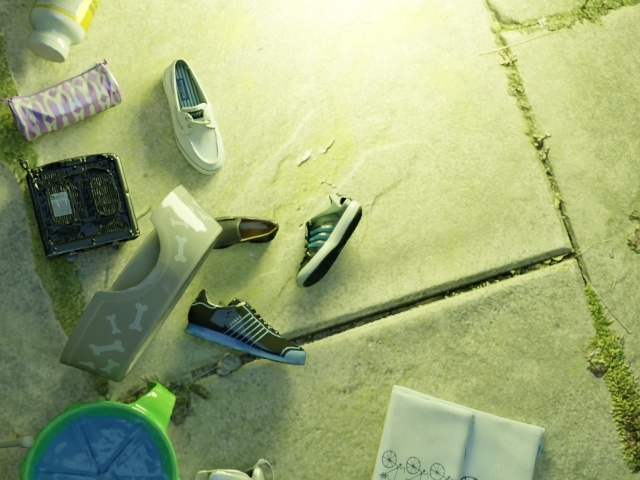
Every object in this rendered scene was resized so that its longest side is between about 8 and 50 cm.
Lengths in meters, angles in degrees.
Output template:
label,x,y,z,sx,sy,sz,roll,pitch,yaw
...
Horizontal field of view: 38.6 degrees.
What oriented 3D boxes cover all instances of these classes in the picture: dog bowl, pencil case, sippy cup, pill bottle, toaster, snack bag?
label,x,y,z,sx,sy,sz,roll,pitch,yaw
dog bowl,-0.285,0.080,1.506,0.102,0.349,0.348,33,72,-3
pencil case,-0.459,-0.253,1.647,0.206,0.086,0.088,-29,122,-21
sippy cup,-0.360,0.378,1.479,0.306,0.224,0.240,-15,85,-18
pill bottle,-0.468,-0.423,1.671,0.103,0.103,0.184,21,75,-11
toaster,-0.423,-0.064,1.609,0.168,0.110,0.185,-15,84,-19
snack bag,0.257,0.474,1.738,0.343,0.037,0.323,18,74,-12

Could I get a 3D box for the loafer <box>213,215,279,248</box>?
label,x,y,z,sx,sy,sz,roll,pitch,yaw
loafer,-0.160,-0.021,1.702,0.170,0.061,0.062,-9,83,-17

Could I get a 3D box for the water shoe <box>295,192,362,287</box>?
label,x,y,z,sx,sy,sz,roll,pitch,yaw
water shoe,0.000,0.000,1.752,0.080,0.073,0.203,30,71,19

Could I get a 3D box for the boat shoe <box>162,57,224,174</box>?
label,x,y,z,sx,sy,sz,roll,pitch,yaw
boat shoe,-0.242,-0.233,1.713,0.083,0.076,0.226,-24,87,-19

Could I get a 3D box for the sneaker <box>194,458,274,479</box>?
label,x,y,z,sx,sy,sz,roll,pitch,yaw
sneaker,-0.217,0.508,1.546,0.366,0.137,0.210,-11,82,-23

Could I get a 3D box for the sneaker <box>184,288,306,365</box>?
label,x,y,z,sx,sy,sz,roll,pitch,yaw
sneaker,-0.127,0.160,1.665,0.232,0.081,0.090,19,82,-11

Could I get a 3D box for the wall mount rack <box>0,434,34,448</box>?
label,x,y,z,sx,sy,sz,roll,pitch,yaw
wall mount rack,-0.530,0.410,1.365,0.304,0.130,0.349,-8,80,14
